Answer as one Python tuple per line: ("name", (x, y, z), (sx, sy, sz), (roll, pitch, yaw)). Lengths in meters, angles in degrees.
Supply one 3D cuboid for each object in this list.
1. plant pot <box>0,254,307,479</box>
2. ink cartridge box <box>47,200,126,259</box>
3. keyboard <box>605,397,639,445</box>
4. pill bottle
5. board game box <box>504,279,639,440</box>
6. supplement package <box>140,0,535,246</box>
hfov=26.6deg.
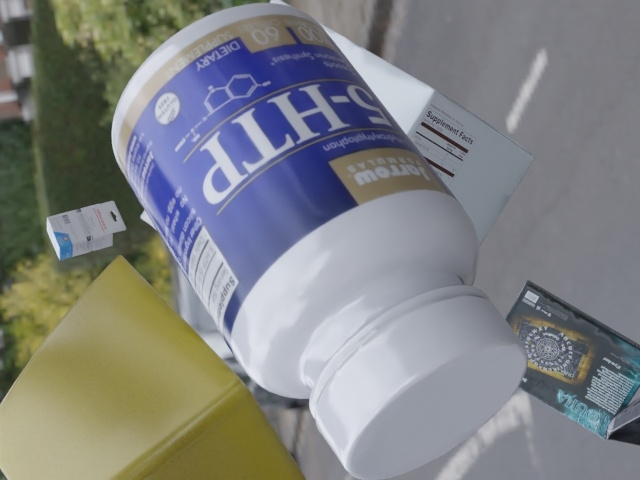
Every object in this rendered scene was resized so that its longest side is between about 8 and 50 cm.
("plant pot", (-0.151, 0.180, 1.131), (0.212, 0.187, 0.212), (40, 163, 43))
("ink cartridge box", (-0.278, -0.013, 1.610), (0.048, 0.083, 0.028), (62, 156, 28))
("keyboard", (0.510, 0.216, 1.592), (0.201, 0.317, 0.033), (134, 143, -54))
("pill bottle", (0.000, 0.000, 0.563), (0.187, 0.112, 0.112), (55, 160, 30))
("board game box", (0.308, 0.150, 1.700), (0.126, 0.186, 0.026), (-61, -8, 16))
("supplement package", (0.011, -0.040, 1.034), (0.194, 0.149, 0.203), (37, 98, 41))
